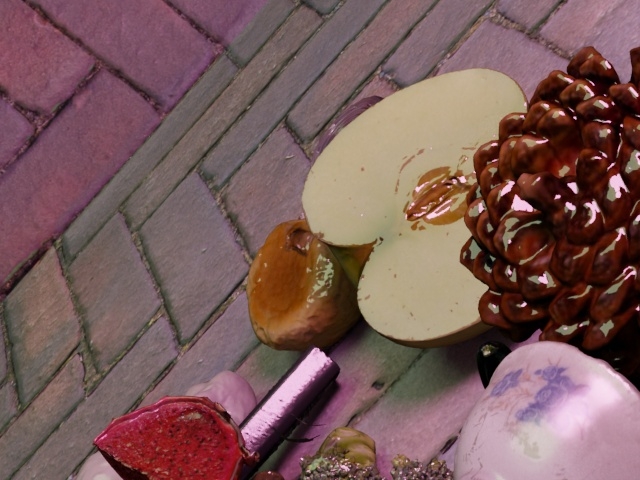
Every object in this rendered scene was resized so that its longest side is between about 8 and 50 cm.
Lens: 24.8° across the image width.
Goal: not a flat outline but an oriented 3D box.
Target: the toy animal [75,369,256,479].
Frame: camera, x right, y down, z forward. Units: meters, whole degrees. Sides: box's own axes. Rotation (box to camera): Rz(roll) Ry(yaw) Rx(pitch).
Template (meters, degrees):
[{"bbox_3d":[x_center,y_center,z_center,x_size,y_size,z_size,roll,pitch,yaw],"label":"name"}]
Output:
[{"bbox_3d":[-0.246,0.354,2.346,0.357,0.194,0.258,-48,-16,-5],"label":"toy animal"}]

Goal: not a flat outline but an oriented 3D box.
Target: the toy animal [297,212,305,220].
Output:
[{"bbox_3d":[0.005,0.001,2.528,0.085,0.124,0.071,12,57,39],"label":"toy animal"}]

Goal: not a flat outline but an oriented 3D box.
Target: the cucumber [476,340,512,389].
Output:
[{"bbox_3d":[0.227,0.196,1.699,0.056,0.284,0.056,-10,50,12],"label":"cucumber"}]

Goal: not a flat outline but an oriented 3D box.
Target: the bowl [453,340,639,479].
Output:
[{"bbox_3d":[0.221,0.270,1.493,0.146,0.313,0.313,-18,8,-30],"label":"bowl"}]

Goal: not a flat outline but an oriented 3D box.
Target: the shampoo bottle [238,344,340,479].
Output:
[{"bbox_3d":[-0.091,0.299,2.223,0.309,0.071,0.098,-49,-7,-16],"label":"shampoo bottle"}]

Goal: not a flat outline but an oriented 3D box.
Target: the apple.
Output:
[{"bbox_3d":[0.179,-0.044,2.042,0.360,0.320,0.312,-35,15,8],"label":"apple"}]

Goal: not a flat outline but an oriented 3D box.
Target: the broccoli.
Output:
[{"bbox_3d":[0.061,0.330,1.891,0.361,0.221,0.252,-88,13,-58],"label":"broccoli"}]

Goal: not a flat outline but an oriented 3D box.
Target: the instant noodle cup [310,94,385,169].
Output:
[{"bbox_3d":[0.101,-0.124,2.432,0.302,0.181,0.258,-56,24,-12],"label":"instant noodle cup"}]

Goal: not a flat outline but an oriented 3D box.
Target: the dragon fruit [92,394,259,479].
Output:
[{"bbox_3d":[-0.177,0.320,2.100,0.274,0.126,0.161,20,59,38],"label":"dragon fruit"}]

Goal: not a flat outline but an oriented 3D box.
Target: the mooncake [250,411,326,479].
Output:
[{"bbox_3d":[-0.051,0.307,2.063,0.150,0.347,0.057,-5,65,5],"label":"mooncake"}]

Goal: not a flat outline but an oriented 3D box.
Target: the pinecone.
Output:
[{"bbox_3d":[0.367,-0.005,1.611,0.397,0.397,0.398,-39,27,24],"label":"pinecone"}]

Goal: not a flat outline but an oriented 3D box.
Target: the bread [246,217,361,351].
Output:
[{"bbox_3d":[-0.015,0.075,2.387,0.244,0.134,0.244,-36,42,40],"label":"bread"}]
